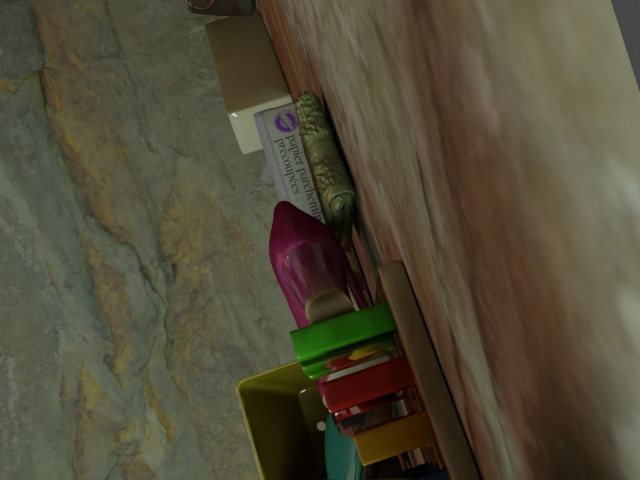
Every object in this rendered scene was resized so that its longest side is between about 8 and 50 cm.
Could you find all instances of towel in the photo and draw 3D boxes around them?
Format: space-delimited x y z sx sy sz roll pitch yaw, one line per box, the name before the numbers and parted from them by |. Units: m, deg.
towel | 0.006 -0.059 0.598 0.148 0.027 0.110 76 177 -74

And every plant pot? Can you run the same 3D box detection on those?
plant pot | 0.019 0.290 1.067 0.187 0.212 0.212 32 -142 -73

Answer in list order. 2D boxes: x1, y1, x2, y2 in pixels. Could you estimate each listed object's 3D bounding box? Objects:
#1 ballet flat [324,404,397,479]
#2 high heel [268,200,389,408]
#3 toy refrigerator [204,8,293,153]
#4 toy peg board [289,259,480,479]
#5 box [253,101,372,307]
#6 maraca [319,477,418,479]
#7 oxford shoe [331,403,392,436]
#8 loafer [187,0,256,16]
ballet flat | 0.050 0.211 0.898 0.095 0.096 0.281 -36 58 52
high heel | 0.009 0.073 0.631 0.244 0.082 0.117 61 -176 -49
toy refrigerator | -0.116 -0.269 1.127 0.094 0.102 0.270 74 177 -49
toy peg board | 0.039 0.117 0.450 0.161 0.079 0.161 76 176 -73
box | 0.000 0.000 0.764 0.067 0.063 0.324 84 169 -75
maraca | 0.048 0.135 0.185 0.185 0.099 0.127 43 -163 -29
oxford shoe | 0.045 0.147 0.849 0.076 0.076 0.212 21 -131 -39
loafer | -0.204 -0.508 1.015 0.134 0.130 0.366 -111 4 -60
